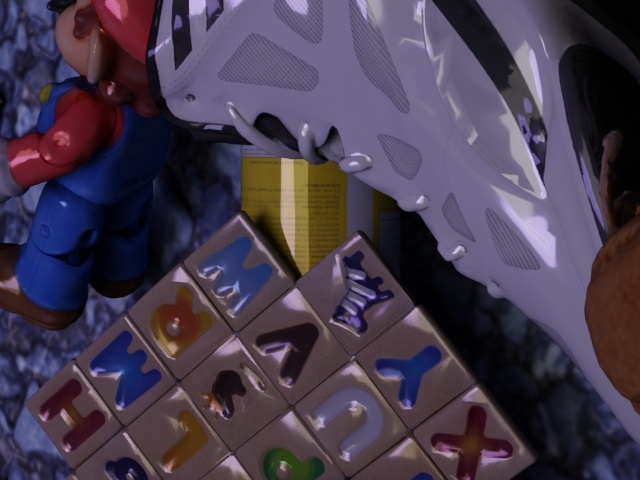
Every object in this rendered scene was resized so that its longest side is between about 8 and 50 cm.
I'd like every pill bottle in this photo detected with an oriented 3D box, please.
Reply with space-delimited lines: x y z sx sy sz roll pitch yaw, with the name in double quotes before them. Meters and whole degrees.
"pill bottle" 0.000 0.000 1.090 0.103 0.103 0.184 3 94 37

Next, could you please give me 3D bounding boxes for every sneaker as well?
"sneaker" 0.068 -0.060 0.967 0.257 0.169 0.447 -22 97 38

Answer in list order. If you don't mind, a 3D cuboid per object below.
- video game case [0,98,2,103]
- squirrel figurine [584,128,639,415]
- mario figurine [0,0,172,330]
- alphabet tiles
"video game case" -0.405 -0.120 1.420 0.269 0.061 0.244 52 122 23
"squirrel figurine" 0.283 -0.032 0.571 0.397 0.370 0.281 -19 79 36
"mario figurine" -0.153 -0.106 1.143 0.170 0.198 0.320 18 125 -9
"alphabet tiles" -0.037 0.157 1.079 0.342 0.011 0.285 -41 84 30
